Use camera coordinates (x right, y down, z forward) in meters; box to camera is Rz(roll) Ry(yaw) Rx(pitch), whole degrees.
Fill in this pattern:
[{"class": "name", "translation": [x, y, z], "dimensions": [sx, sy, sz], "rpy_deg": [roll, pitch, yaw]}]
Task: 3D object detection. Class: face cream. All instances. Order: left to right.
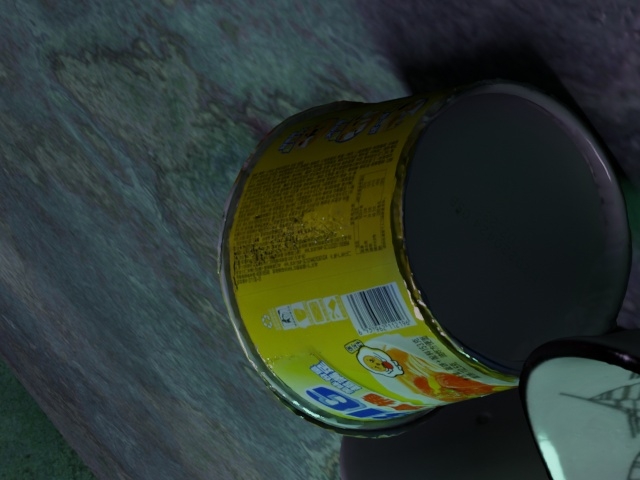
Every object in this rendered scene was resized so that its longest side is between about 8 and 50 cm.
[{"class": "face cream", "translation": [0.137, 0.177, 0.868], "dimensions": [0.201, 0.201, 0.187], "rpy_deg": [20, 145, 49]}]

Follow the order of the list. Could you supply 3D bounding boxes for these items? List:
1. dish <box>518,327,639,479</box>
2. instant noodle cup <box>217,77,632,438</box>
[{"class": "dish", "translation": [0.235, 0.139, 0.592], "dimensions": [0.316, 0.106, 0.316], "rpy_deg": [47, 165, 16]}, {"class": "instant noodle cup", "translation": [0.061, 0.004, 0.732], "dimensions": [0.205, 0.205, 0.153], "rpy_deg": [52, 151, -12]}]
